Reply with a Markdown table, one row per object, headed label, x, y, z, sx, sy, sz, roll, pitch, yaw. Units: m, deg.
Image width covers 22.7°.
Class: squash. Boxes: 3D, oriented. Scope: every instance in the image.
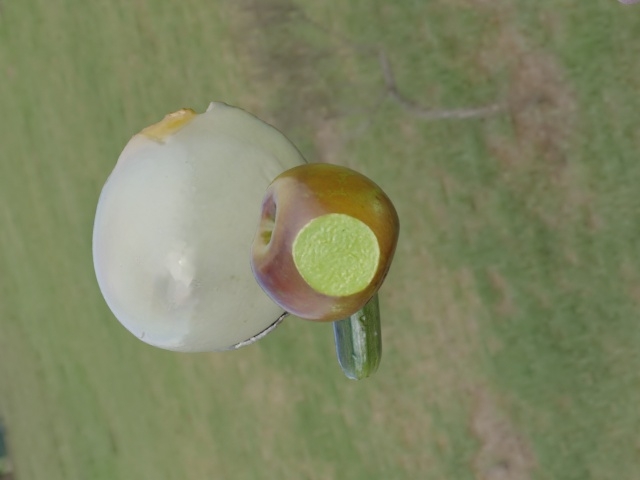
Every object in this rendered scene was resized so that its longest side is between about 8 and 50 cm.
| label | x | y | z | sx | sy | sz | roll | pitch | yaw |
| --- | --- | --- | --- | --- | --- | --- | --- | --- | --- |
| squash | 0.037 | 0.058 | 1.922 | 0.066 | 0.066 | 0.229 | -142 | 42 | -65 |

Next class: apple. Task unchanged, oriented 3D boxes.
| label | x | y | z | sx | sy | sz | roll | pitch | yaw |
| --- | --- | --- | --- | --- | --- | --- | --- | --- | --- |
| apple | 0.000 | 0.000 | 1.160 | 0.114 | 0.102 | 0.099 | -62 | 13 | 9 |

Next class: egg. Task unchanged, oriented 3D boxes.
| label | x | y | z | sx | sy | sz | roll | pitch | yaw |
| --- | --- | --- | --- | --- | --- | --- | --- | --- | --- |
| egg | -0.127 | -0.001 | 1.779 | 0.286 | 0.264 | 0.174 | -59 | 5 | 8 |

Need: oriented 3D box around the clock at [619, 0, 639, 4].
| label | x | y | z | sx | sy | sz | roll | pitch | yaw |
| --- | --- | --- | --- | --- | --- | --- | --- | --- | --- |
| clock | 0.303 | -0.386 | 1.577 | 0.080 | 0.275 | 0.290 | -16 | 63 | 33 |
